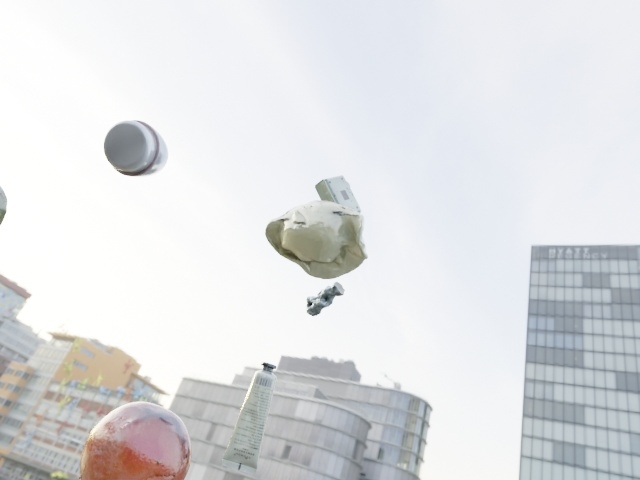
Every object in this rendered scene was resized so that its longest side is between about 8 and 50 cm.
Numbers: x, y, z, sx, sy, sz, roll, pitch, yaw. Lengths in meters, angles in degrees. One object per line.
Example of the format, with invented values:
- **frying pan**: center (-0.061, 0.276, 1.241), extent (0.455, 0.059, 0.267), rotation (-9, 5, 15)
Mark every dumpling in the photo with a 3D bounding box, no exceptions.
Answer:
- **dumpling**: center (0.000, 0.000, 1.484), extent (0.317, 0.187, 0.243), rotation (-6, -67, 20)

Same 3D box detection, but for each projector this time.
- **projector**: center (0.063, -0.141, 1.594), extent (0.061, 0.115, 0.147), rotation (-32, -98, 40)

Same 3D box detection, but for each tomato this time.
- **tomato**: center (-0.361, 0.426, 0.946), extent (0.184, 0.208, 0.208), rotation (-39, -59, 16)

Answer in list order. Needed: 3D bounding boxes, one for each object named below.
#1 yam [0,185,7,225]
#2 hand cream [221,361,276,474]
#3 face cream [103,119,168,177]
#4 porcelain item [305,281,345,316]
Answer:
- **yam**: center (-0.866, -0.115, 1.056), extent (0.195, 0.195, 0.300), rotation (16, -18, 6)
- **hand cream**: center (-0.149, 0.394, 1.072), extent (0.080, 0.234, 0.050), rotation (16, -19, 0)
- **face cream**: center (-0.381, -0.188, 0.990), extent (0.117, 0.117, 0.104), rotation (14, 1, 8)
- **porcelain item**: center (0.004, 0.103, 0.823), extent (0.083, 0.036, 0.028), rotation (-36, -34, 25)
